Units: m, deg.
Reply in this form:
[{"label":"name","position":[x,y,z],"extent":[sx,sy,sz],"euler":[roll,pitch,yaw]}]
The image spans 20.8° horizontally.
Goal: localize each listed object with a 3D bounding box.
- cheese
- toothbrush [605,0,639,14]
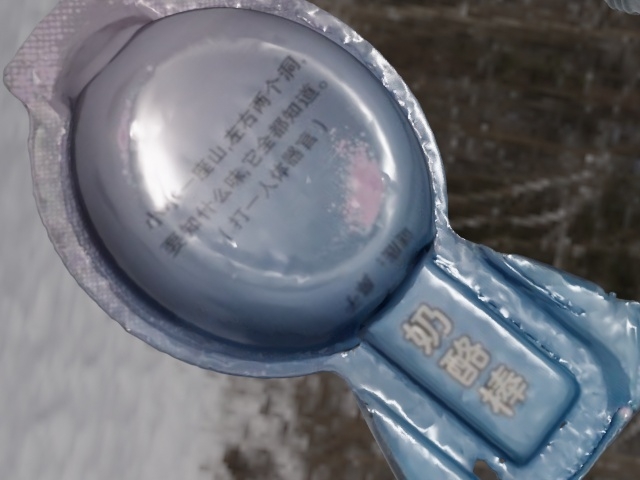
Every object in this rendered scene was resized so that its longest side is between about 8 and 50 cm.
[{"label":"cheese","position":[0.000,0.000,0.597],"extent":[0.135,0.244,0.052],"euler":[-50,178,-16]},{"label":"toothbrush","position":[0.117,-0.119,0.706],"extent":[0.375,0.037,0.028],"euler":[-98,180,-62]}]
